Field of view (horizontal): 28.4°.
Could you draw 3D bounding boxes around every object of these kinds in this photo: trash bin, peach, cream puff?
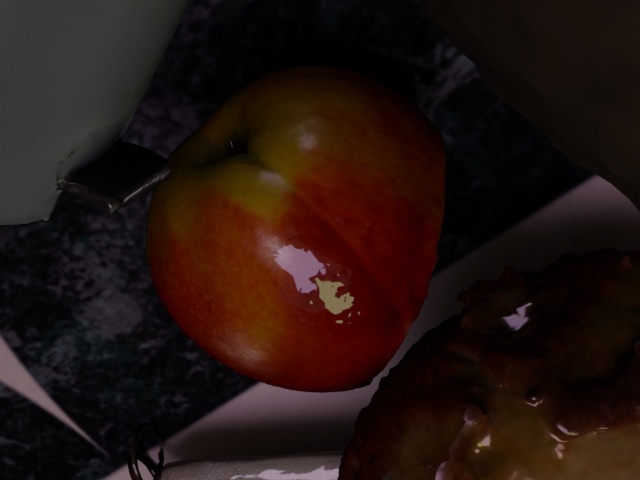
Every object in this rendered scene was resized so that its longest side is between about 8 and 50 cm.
[{"bbox_3d":[-0.157,-0.172,0.622,0.277,0.217,0.262,37,124,4],"label":"trash bin"},{"bbox_3d":[0.000,0.000,0.731,0.190,0.190,0.192,-31,129,26],"label":"peach"},{"bbox_3d":[0.163,0.160,0.779,0.351,0.228,0.350,-4,108,-14],"label":"cream puff"}]

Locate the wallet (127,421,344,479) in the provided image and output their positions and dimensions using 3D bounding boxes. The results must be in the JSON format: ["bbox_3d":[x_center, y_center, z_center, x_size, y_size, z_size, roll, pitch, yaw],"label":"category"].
[{"bbox_3d":[0.023,0.256,0.981,0.275,0.068,0.335,-9,129,19],"label":"wallet"}]

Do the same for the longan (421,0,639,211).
[{"bbox_3d":[0.206,-0.178,0.464,0.391,0.391,0.391,4,124,6],"label":"longan"}]
